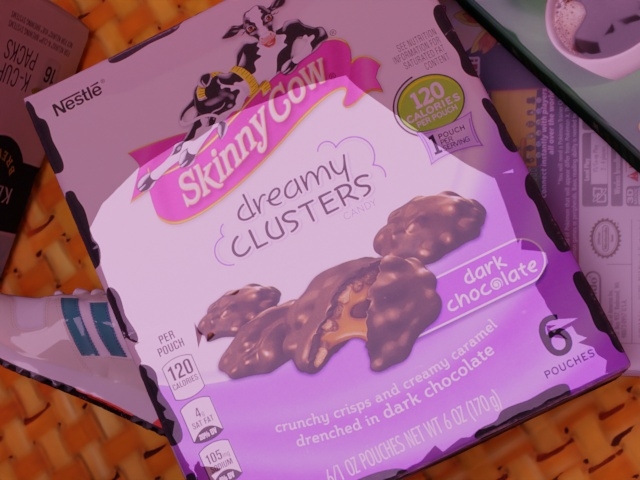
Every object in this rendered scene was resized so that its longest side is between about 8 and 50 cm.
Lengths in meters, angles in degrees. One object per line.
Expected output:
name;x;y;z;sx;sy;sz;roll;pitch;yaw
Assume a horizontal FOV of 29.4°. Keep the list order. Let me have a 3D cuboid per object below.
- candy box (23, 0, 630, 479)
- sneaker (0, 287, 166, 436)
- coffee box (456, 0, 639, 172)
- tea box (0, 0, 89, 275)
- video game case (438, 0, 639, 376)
candy box;0.000;0.000;0.481;0.165;0.070;0.196;-26;78;3
sneaker;-0.085;0.041;0.554;0.161;0.057;0.075;20;79;17
coffee box;0.134;-0.096;0.476;0.184;0.040;0.113;45;98;16
tea box;-0.340;-0.019;0.551;0.329;0.220;0.323;19;91;18
video game case;0.099;-0.044;0.517;0.183;0.023;0.201;0;85;18
